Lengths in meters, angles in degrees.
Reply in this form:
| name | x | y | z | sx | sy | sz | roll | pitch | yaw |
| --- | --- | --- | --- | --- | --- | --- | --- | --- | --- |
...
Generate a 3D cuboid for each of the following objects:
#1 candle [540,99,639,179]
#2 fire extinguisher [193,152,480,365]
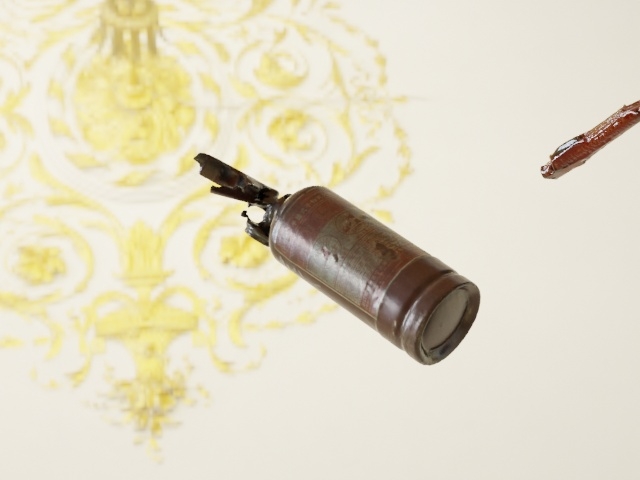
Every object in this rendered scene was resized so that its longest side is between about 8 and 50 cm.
| name | x | y | z | sx | sy | sz | roll | pitch | yaw |
| --- | --- | --- | --- | --- | --- | --- | --- | --- | --- |
| candle | 0.234 | -0.089 | 1.100 | 0.026 | 0.167 | 0.021 | 28 | -123 | -17 |
| fire extinguisher | 0.006 | -0.005 | 1.066 | 0.252 | 0.106 | 0.075 | 35 | -102 | 32 |
